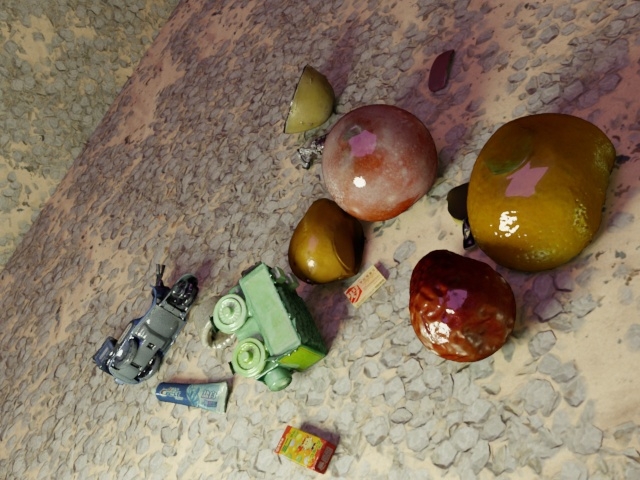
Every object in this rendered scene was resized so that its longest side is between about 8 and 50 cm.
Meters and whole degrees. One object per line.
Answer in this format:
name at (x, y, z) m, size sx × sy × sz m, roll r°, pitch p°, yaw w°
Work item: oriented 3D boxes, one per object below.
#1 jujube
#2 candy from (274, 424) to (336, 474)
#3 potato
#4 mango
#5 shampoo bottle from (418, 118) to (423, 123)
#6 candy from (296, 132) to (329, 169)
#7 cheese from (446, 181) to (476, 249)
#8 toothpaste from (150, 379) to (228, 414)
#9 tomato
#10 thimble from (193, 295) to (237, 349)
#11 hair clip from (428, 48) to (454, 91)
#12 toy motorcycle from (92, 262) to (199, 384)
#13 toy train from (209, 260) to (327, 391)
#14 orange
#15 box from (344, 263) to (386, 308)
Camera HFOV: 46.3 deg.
jujube at (0.250, 0.112, 1.382) m, size 0.190 × 0.190 × 0.255 m, roll -40°, pitch 21°, yaw 11°
candy at (-0.031, 0.414, 1.483) m, size 0.122 × 0.038 × 0.062 m, roll 6°, pitch 62°, yaw 47°
potato at (-0.021, -0.387, 2.126) m, size 0.182 × 0.117 × 0.202 m, roll 112°, pitch 177°, yaw -63°
mango at (0.000, 0.000, 1.744) m, size 0.166 × 0.136 × 0.236 m, roll -22°, pitch 38°, yaw 36°
shampoo bottle at (0.158, -0.246, 1.873) m, size 0.221 × 0.051 × 0.108 m, roll -18°, pitch 46°, yaw 33°
candy at (0.027, -0.263, 2.019) m, size 0.226 × 0.051 × 0.094 m, roll -24°, pitch 46°, yaw 29°
cheese at (0.307, -0.050, 1.562) m, size 0.086 × 0.036 × 0.162 m, roll -20°, pitch 45°, yaw 28°
toothpaste at (-0.319, 0.372, 1.806) m, size 0.268 × 0.047 × 0.069 m, roll -5°, pitch 42°, yaw 38°
tomato at (0.124, -0.185, 1.703) m, size 0.270 × 0.227 × 0.270 m, roll -17°, pitch 57°, yaw 28°
thimble at (-0.253, 0.203, 1.842) m, size 0.090 × 0.102 × 0.115 m, roll 51°, pitch 126°, yaw 53°
hair clip at (0.310, -0.441, 1.920) m, size 0.054 × 0.022 × 0.137 m, roll -11°, pitch 51°, yaw 43°
toy motorcycle at (-0.460, 0.223, 2.010) m, size 0.358 × 0.125 × 0.212 m, roll -53°, pitch 34°, yaw -3°
toy train at (-0.113, 0.192, 1.635) m, size 0.188 × 0.159 × 0.272 m, roll -36°, pitch 58°, yaw 12°
orange at (0.413, -0.115, 1.422) m, size 0.262 × 0.196 × 0.335 m, roll 10°, pitch 57°, yaw 34°
box at (0.098, 0.101, 1.652) m, size 0.093 × 0.015 × 0.058 m, roll -44°, pitch 35°, yaw 5°
